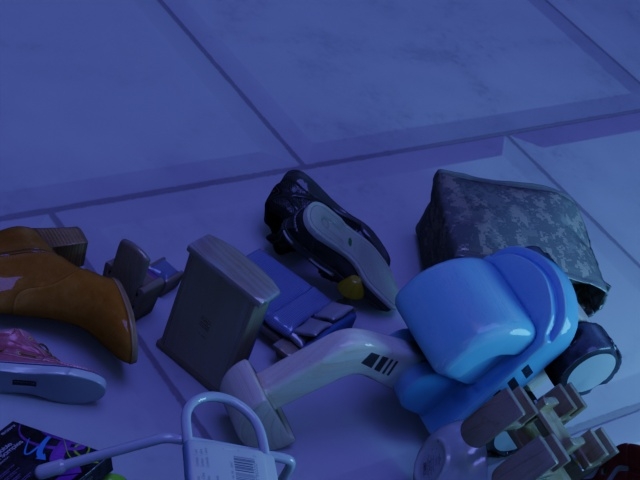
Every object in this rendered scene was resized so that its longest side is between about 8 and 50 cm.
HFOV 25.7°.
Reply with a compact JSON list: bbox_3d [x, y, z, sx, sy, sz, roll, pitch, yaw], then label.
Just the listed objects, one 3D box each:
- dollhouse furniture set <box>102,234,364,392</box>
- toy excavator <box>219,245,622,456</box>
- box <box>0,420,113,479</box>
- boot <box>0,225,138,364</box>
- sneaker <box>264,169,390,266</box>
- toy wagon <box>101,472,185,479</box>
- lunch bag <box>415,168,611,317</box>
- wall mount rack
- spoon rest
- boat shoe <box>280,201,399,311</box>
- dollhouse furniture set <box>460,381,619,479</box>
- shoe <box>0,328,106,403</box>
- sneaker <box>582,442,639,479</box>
[{"bbox_3d":[-0.105,0.038,2.057,0.286,0.198,0.303,38,39,19],"label":"dollhouse furniture set"},{"bbox_3d":[0.133,0.157,1.978,0.445,0.433,0.222,27,26,-44],"label":"toy excavator"},{"bbox_3d":[-0.354,0.280,1.723,0.162,0.029,0.116,11,30,28],"label":"box"},{"bbox_3d":[-0.394,0.086,1.947,0.211,0.104,0.295,-11,42,-29],"label":"boot"},{"bbox_3d":[0.000,0.000,2.259,0.227,0.087,0.130,40,59,0],"label":"sneaker"},{"bbox_3d":[-0.223,0.392,1.665,0.345,0.068,0.267,6,39,-20],"label":"toy wagon"},{"bbox_3d":[0.320,0.022,2.316,0.287,0.169,0.235,7,39,-12],"label":"lunch bag"},{"bbox_3d":[-0.162,0.334,1.604,0.304,0.130,0.350,13,39,-23],"label":"wall mount rack"},{"bbox_3d":[0.175,0.367,1.868,0.084,0.137,0.276,27,48,-25],"label":"spoon rest"},{"bbox_3d":[0.036,0.033,2.198,0.233,0.079,0.084,42,38,-24],"label":"boat shoe"},{"bbox_3d":[0.293,0.327,1.864,0.212,0.161,0.242,5,48,-57],"label":"dollhouse furniture set"},{"bbox_3d":[-0.373,0.164,1.875,0.178,0.063,0.081,8,44,-11],"label":"shoe"},{"bbox_3d":[0.469,0.332,1.993,0.128,0.087,0.221,7,-5,-26],"label":"sneaker"}]
